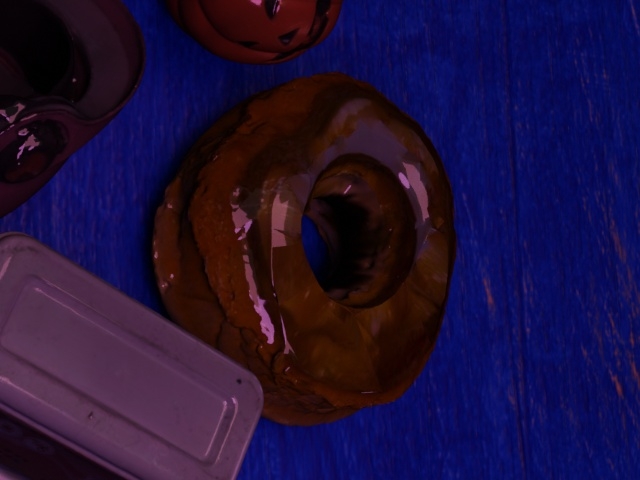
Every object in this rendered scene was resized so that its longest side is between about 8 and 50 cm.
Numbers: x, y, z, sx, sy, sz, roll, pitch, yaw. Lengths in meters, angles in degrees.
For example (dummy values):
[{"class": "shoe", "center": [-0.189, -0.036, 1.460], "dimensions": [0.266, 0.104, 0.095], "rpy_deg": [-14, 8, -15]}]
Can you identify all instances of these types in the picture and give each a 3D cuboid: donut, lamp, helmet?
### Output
[{"class": "donut", "center": [0.000, 0.000, 1.436], "dimensions": [0.330, 0.160, 0.330], "rpy_deg": [10, 69, -28]}, {"class": "lamp", "center": [-0.066, -0.256, 1.428], "dimensions": [0.164, 0.187, 0.188], "rpy_deg": [4, 77, -34]}, {"class": "helmet", "center": [-0.317, -0.108, 1.181], "dimensions": [0.338, 0.197, 0.271], "rpy_deg": [-5, 45, -44]}]

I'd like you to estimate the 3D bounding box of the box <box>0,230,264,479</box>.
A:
[{"class": "box", "center": [-0.203, 0.114, 1.244], "dimensions": [0.312, 0.182, 0.175], "rpy_deg": [34, 62, -26]}]
